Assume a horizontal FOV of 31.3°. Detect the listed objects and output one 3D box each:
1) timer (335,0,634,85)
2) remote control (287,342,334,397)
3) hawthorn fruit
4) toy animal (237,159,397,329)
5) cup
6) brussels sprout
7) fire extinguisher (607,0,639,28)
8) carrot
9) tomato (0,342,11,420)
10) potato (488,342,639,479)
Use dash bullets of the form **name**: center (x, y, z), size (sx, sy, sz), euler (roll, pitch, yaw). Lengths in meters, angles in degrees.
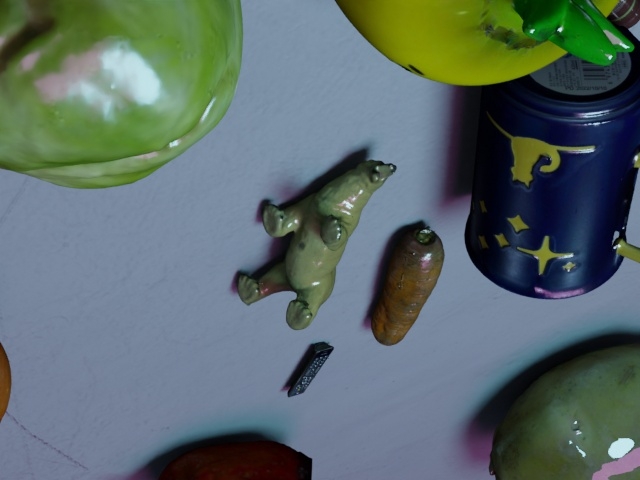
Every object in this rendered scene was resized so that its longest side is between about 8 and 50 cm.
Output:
- **timer**: center (0.141, -0.222, 0.867), size (0.285, 0.285, 0.285), euler (-17, 141, -14)
- **remote control**: center (-0.015, 0.160, 1.420), size (0.034, 0.016, 0.091), euler (-11, 143, -45)
- **hawthorn fruit**: center (-0.118, 0.343, 1.433), size (0.251, 0.189, 0.189), euler (3, 133, -28)
- **toy animal**: center (0.000, 0.000, 1.198), size (0.101, 0.103, 0.219), euler (-22, 144, -40)
- **cup**: center (0.282, -0.084, 1.157), size (0.255, 0.178, 0.256), euler (5, 139, 6)
- **brussels sprout**: center (-0.188, -0.154, 0.748), size (0.273, 0.316, 0.243), euler (-20, 125, -48)
- **fire extinguisher**: center (0.255, -0.251, 1.087), size (0.064, 0.043, 0.158), euler (-14, 153, 37)
- **carrot**: center (0.101, 0.060, 1.341), size (0.060, 0.060, 0.186), euler (-9, 139, -23)
- **tomato**: center (-0.407, 0.122, 1.005), size (0.259, 0.180, 0.260), euler (-14, 139, -13)
- **potato**: center (0.402, 0.275, 1.636), size (0.326, 0.221, 0.243), euler (-14, 150, -12)
